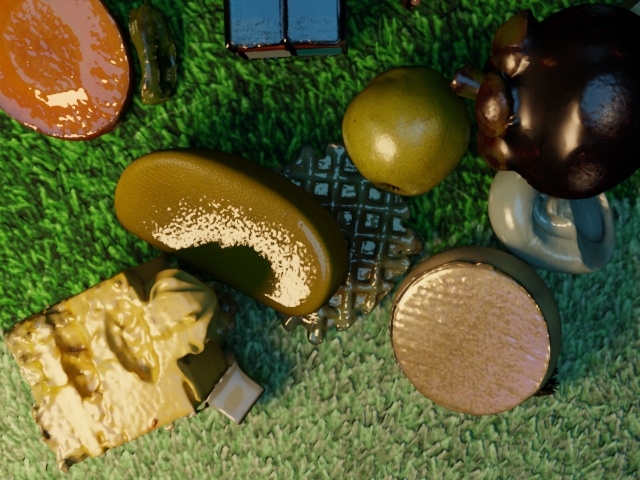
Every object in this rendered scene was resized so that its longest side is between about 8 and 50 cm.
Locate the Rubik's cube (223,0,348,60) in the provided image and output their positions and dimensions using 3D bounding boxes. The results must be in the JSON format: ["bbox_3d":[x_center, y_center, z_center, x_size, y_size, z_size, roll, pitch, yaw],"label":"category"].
[{"bbox_3d":[-0.049,-0.369,1.116,0.183,0.180,0.167,0,98,5],"label":"Rubik's cube"}]

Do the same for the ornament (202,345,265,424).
[{"bbox_3d":[-0.214,0.193,1.226,0.130,0.120,0.285,-38,94,-14],"label":"ornament"}]

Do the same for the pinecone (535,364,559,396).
[{"bbox_3d":[0.362,0.221,1.225,0.077,0.077,0.083,6,88,2],"label":"pinecone"}]

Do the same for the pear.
[{"bbox_3d":[0.132,-0.171,1.126,0.198,0.198,0.198,0,97,3],"label":"pear"}]

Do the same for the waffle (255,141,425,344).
[{"bbox_3d":[0.000,0.000,1.220,0.309,0.056,0.292,-42,91,8],"label":"waffle"}]

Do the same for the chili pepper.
[{"bbox_3d":[-0.276,-0.324,1.184,0.073,0.072,0.204,-4,101,16],"label":"chili pepper"}]

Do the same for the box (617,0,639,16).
[{"bbox_3d":[0.518,-0.348,1.096,0.212,0.168,0.095,-41,92,7],"label":"box"}]

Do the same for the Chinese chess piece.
[{"bbox_3d":[0.241,0.143,1.160,0.270,0.112,0.270,7,106,23],"label":"Chinese chess piece"}]

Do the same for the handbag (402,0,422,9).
[{"bbox_3d":[0.182,-0.448,1.077,0.074,0.216,0.203,41,95,-5],"label":"handbag"}]

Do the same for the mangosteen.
[{"bbox_3d":[0.335,-0.201,1.018,0.287,0.287,0.233,46,65,-3],"label":"mangosteen"}]

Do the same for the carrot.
[{"bbox_3d":[-0.438,-0.301,1.185,0.258,0.100,0.307,-40,96,10],"label":"carrot"}]

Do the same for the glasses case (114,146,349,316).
[{"bbox_3d":[-0.126,-0.033,1.130,0.371,0.141,0.173,26,106,10],"label":"glasses case"}]

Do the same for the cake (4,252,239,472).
[{"bbox_3d":[-0.253,0.150,1.048,0.286,0.227,0.222,-24,95,4],"label":"cake"}]

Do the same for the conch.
[{"bbox_3d":[0.368,-0.041,1.167,0.185,0.121,0.221,-40,90,-3],"label":"conch"}]
